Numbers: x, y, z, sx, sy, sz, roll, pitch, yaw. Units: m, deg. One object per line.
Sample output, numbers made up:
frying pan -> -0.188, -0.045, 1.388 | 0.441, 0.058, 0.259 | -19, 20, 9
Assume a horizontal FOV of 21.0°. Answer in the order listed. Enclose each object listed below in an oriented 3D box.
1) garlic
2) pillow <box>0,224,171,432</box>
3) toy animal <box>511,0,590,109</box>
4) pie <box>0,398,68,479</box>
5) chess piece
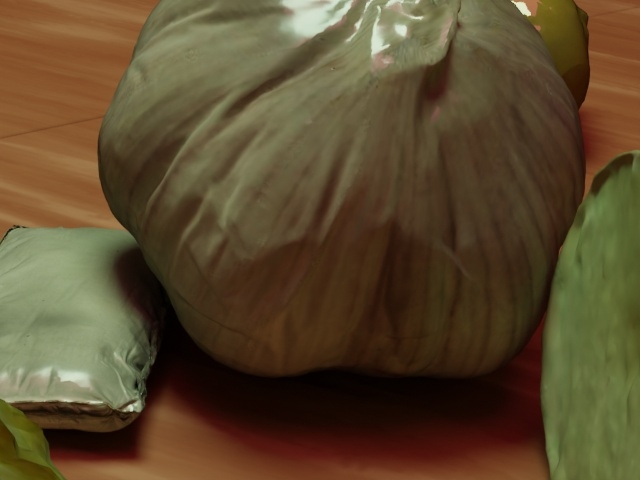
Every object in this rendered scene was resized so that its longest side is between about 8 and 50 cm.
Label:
garlic -> 0.014, -0.067, 1.057 | 0.317, 0.259, 0.317 | 10, 60, -17
pillow -> -0.154, 0.047, 1.057 | 0.128, 0.051, 0.229 | 9, 25, 1
toy animal -> 0.116, -0.139, 1.364 | 0.281, 0.169, 0.195 | -27, -1, -43
pie -> -0.239, 0.016, 0.497 | 0.395, 0.180, 0.418 | 24, -8, 45
chess piece -> 0.361, 0.082, 0.933 | 0.442, 0.234, 0.234 | 6, 26, -10
